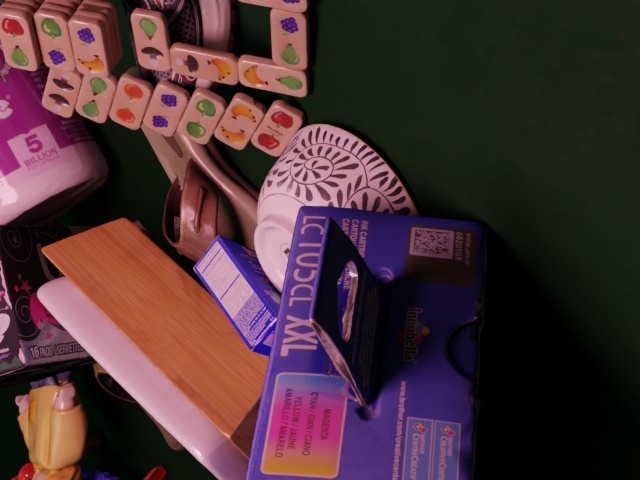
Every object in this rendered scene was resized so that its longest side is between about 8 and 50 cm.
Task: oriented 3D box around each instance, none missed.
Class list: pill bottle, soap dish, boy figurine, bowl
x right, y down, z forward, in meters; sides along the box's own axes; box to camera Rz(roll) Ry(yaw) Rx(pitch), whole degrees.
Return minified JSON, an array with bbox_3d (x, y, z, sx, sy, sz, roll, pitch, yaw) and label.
[{"bbox_3d":[-0.361,-0.158,1.538,0.302,0.169,0.169,59,151,2],"label":"pill bottle"},{"bbox_3d":[-0.109,0.118,1.360,0.291,0.118,0.229,40,172,35],"label":"soap dish"},{"bbox_3d":[-0.341,0.221,1.835,0.177,0.092,0.285,-5,87,60],"label":"boy figurine"},{"bbox_3d":[0.000,0.000,1.176,0.170,0.080,0.170,37,144,33],"label":"bowl"}]

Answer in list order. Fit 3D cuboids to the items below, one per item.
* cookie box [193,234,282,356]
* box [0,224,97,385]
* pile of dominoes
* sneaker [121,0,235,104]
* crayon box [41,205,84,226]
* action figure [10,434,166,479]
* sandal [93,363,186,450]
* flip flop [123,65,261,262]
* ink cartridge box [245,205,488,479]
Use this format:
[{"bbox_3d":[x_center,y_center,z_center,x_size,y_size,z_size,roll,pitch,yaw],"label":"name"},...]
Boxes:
[{"bbox_3d":[-0.042,0.053,1.215,0.040,0.092,0.107,-50,49,14],"label":"cookie box"},{"bbox_3d":[-0.305,0.067,1.489,0.163,0.247,0.142,-17,85,21],"label":"box"},{"bbox_3d":[-0.131,-0.142,1.177,0.251,0.040,0.196,12,140,13],"label":"pile of dominoes"},{"bbox_3d":[-0.152,-0.238,1.188,0.121,0.112,0.299,30,140,43],"label":"sneaker"},{"bbox_3d":[-0.420,0.032,1.686,0.165,0.278,0.081,13,127,54],"label":"crayon box"},{"bbox_3d":[-0.285,0.310,1.933,0.280,0.139,0.092,-4,111,35],"label":"action figure"},{"bbox_3d":[-0.223,0.158,1.708,0.219,0.060,0.090,55,151,12],"label":"sandal"},{"bbox_3d":[-0.112,-0.035,1.335,0.277,0.080,0.112,57,151,6],"label":"flip flop"},{"bbox_3d":[0.036,0.164,1.066,0.151,0.270,0.396,6,133,3],"label":"ink cartridge box"}]
